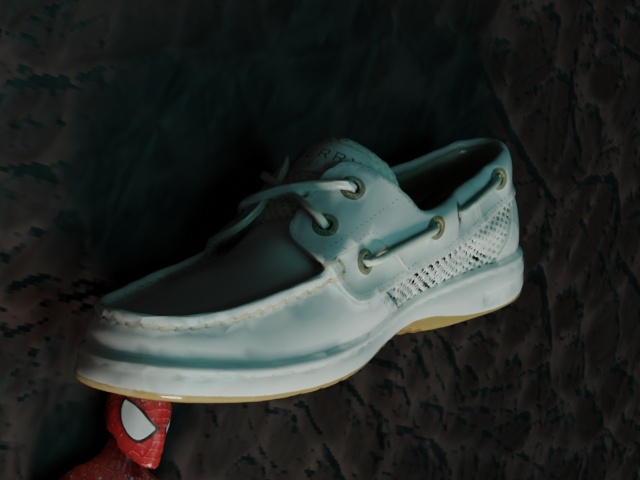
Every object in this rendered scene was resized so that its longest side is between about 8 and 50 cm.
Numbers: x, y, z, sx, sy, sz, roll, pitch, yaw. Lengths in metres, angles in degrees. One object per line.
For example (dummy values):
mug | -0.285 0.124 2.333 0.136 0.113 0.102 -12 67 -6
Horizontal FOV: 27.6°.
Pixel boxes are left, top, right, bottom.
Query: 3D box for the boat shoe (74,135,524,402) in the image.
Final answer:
boat shoe | 0.000 0.000 0.591 0.277 0.098 0.096 -18 114 -51

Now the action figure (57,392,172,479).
action figure | -0.060 0.196 0.535 0.091 0.139 0.280 9 79 -49
